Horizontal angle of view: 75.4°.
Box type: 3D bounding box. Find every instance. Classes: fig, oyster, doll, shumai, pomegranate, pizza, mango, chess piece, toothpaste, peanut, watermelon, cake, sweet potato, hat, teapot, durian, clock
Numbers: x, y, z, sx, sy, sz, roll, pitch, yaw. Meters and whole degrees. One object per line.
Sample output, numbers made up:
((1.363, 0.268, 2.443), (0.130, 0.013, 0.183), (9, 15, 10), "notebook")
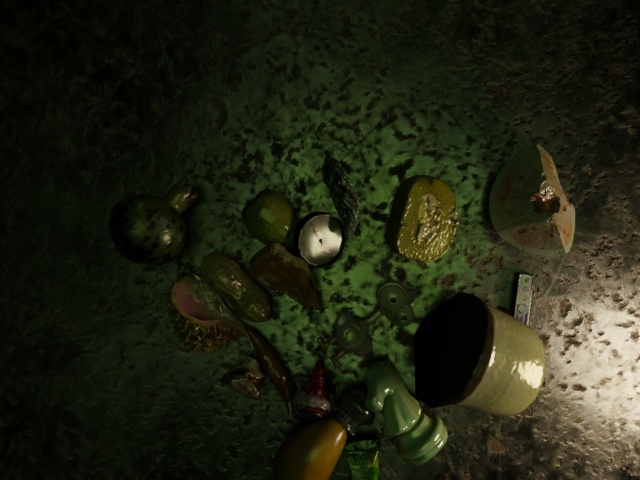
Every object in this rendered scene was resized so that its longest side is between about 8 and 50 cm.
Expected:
((-0.153, -0.054, 1.325), (0.167, 0.167, 0.233), (-34, 74, 4), "fig")
((0.067, -0.160, 1.327), (0.087, 0.199, 0.252), (-20, 119, -9), "oyster")
((0.167, 0.257, 1.328), (0.365, 0.094, 0.160), (-35, 90, 5), "doll")
((-0.242, 0.442, 1.356), (0.145, 0.145, 0.116), (26, 73, 5), "shumai")
((-0.517, -0.049, 1.349), (0.306, 0.242, 0.242), (-26, 87, -27), "pomegranate")
((-0.087, 0.125, 1.333), (0.297, 0.071, 0.189), (40, 132, -3), "pizza")
((-0.032, 0.654, 1.255), (0.173, 0.211, 0.317), (43, 126, 19), "mango")
((0.238, 0.518, 1.281), (0.175, 0.176, 0.298), (-37, 84, 4), "chess piece")
((0.637, 0.200, 1.312), (0.047, 0.040, 0.196), (7, 90, 10), "toothpaste")
((-0.273, 0.154, 1.348), (0.298, 0.136, 0.120), (43, 93, 3), "peanut")
((0.650, -0.106, 1.276), (0.175, 0.188, 0.322), (4, 81, -39), "watermelon")
((0.317, -0.068, 1.288), (0.179, 0.156, 0.261), (14, 96, -11), "cake")
((-0.154, 0.419, 1.365), (0.072, 0.066, 0.314), (-32, 86, 40), "sweet potato")
((-0.018, 0.459, 1.337), (0.128, 0.140, 0.227), (16, 63, -5), "hat")
((0.092, 0.534, 1.318), (0.119, 0.130, 0.165), (-43, 51, -18), "teapot")
((-0.415, 0.278, 1.383), (0.305, 0.185, 0.195), (43, 116, -3), "durian")
((0.000, 0.000, 1.322), (0.184, 0.040, 0.185), (-6, 102, -29), "clock")

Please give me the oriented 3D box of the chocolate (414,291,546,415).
((0.472, 0.357, 1.202), (0.297, 0.314, 0.326), (31, 128, -13), "chocolate")

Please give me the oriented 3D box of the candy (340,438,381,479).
((0.135, 0.763, 1.338), (0.149, 0.069, 0.246), (-7, 84, 0), "candy")
